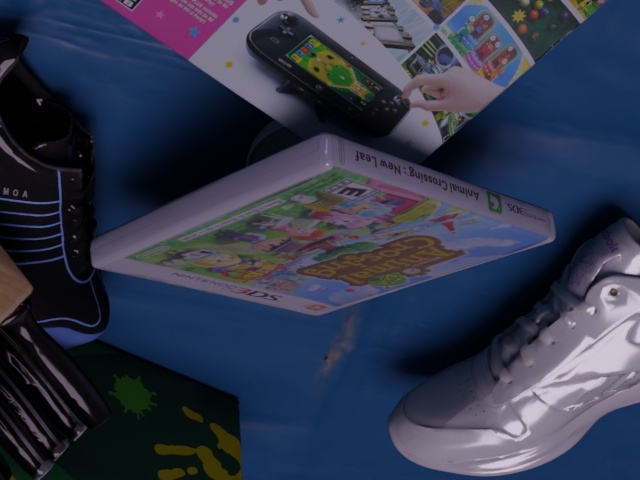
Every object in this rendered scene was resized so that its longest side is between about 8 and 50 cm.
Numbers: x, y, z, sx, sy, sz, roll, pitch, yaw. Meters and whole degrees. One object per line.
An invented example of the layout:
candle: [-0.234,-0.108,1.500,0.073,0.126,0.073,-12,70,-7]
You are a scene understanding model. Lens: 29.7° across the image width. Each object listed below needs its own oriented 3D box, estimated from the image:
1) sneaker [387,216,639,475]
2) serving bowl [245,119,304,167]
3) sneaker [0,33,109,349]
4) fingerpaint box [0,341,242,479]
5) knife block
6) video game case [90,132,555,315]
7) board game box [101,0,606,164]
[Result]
sneaker: [0.181,0.063,0.859,0.305,0.114,0.152,-22,116,8]
serving bowl: [-0.005,-0.054,0.766,0.083,0.027,0.083,1,139,0]
sneaker: [-0.172,-0.023,0.743,0.090,0.081,0.232,-13,131,15]
fingerpaint box: [-0.330,0.242,0.907,0.371,0.163,0.445,27,123,-27]
knife block: [-0.228,0.019,0.695,0.242,0.276,0.088,10,165,-39]
video game case: [0.000,0.000,0.732,0.193,0.023,0.212,15,154,-41]
board game box: [0.053,-0.194,0.607,0.224,0.097,0.303,32,121,-30]
